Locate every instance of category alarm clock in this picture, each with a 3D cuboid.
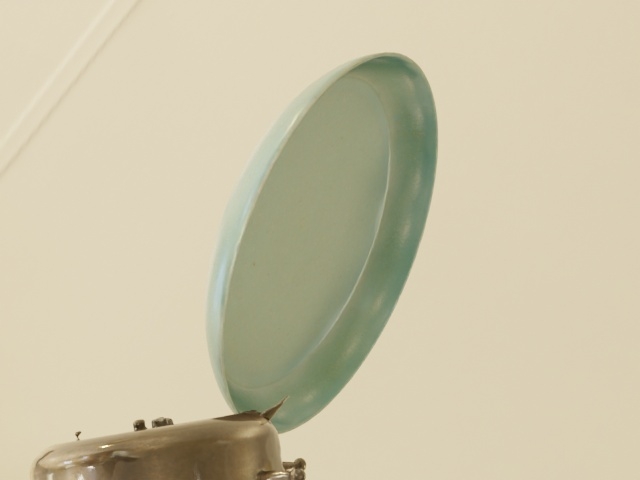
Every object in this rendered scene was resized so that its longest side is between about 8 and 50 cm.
[{"bbox_3d":[-0.103,0.127,0.678,0.192,0.064,0.129,-12,-7,-3],"label":"alarm clock"}]

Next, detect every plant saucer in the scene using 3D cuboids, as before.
[{"bbox_3d":[0.000,0.000,1.041,0.044,0.317,0.317,21,-43,26],"label":"plant saucer"}]
